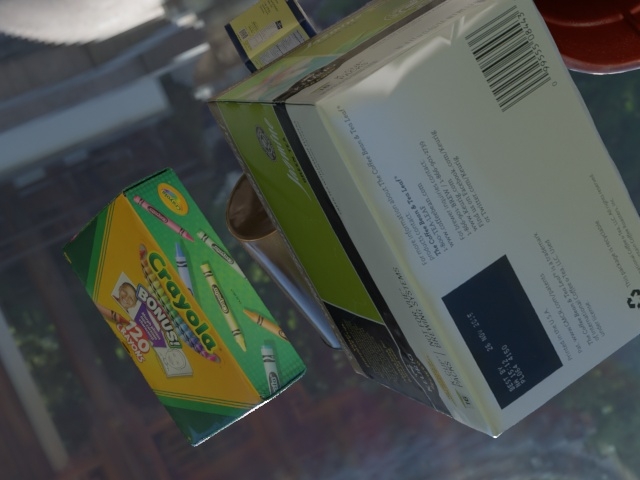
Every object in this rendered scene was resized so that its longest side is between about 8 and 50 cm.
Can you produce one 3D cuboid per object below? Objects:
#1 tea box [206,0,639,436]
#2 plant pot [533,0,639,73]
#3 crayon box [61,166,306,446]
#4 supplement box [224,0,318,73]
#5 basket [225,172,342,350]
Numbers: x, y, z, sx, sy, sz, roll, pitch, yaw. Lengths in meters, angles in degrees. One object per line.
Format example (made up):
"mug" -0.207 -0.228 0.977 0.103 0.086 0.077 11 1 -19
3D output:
"tea box" 0.099 -0.039 1.347 0.220 0.329 0.323 -33 -163 -15
"plant pot" 0.254 -0.346 1.447 0.272 0.272 0.265 -24 -139 -4
"crayon box" -0.157 0.077 1.664 0.081 0.278 0.165 -32 177 -42
"supplement box" -0.049 -0.223 1.630 0.083 0.056 0.083 -34 -137 6
"basket" 0.000 0.000 1.831 0.154 0.227 0.204 20 -104 48
